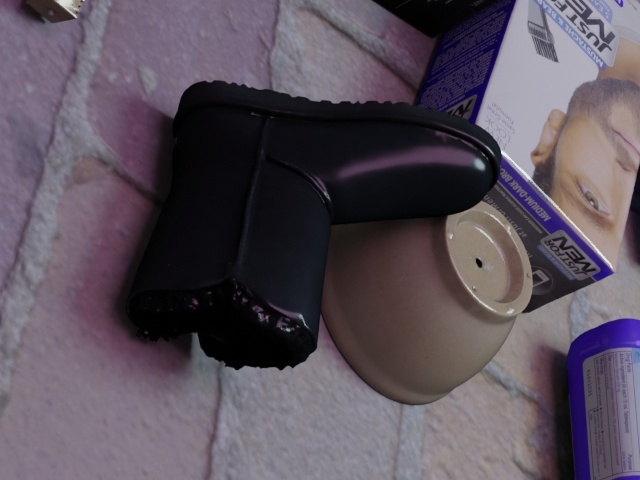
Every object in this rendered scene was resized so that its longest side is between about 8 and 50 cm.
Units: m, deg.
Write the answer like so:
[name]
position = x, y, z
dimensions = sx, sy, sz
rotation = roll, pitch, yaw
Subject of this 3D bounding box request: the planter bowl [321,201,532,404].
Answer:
[planter bowl]
position = 0.091, 0.031, 1.327
dimensions = 0.162, 0.109, 0.162
rotation = 26, 49, -35

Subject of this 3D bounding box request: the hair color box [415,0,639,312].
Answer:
[hair color box]
position = 0.193, -0.123, 1.534
dimensions = 0.185, 0.110, 0.338
rotation = 43, 44, -21

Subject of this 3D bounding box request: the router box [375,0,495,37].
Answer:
[router box]
position = 0.112, -0.252, 1.468
dimensions = 0.133, 0.179, 0.046
rotation = 28, 51, -35

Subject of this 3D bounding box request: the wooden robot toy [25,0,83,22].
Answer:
[wooden robot toy]
position = -0.153, -0.221, 1.255
dimensions = 0.079, 0.076, 0.173
rotation = 40, 42, -39

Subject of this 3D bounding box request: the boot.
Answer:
[boot]
position = 0.000, 0.000, 1.207
dimensions = 0.247, 0.094, 0.207
rotation = 10, 53, -4

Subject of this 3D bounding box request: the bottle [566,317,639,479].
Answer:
[bottle]
position = 0.263, 0.207, 1.415
dimensions = 0.118, 0.092, 0.282
rotation = 28, 49, -35
